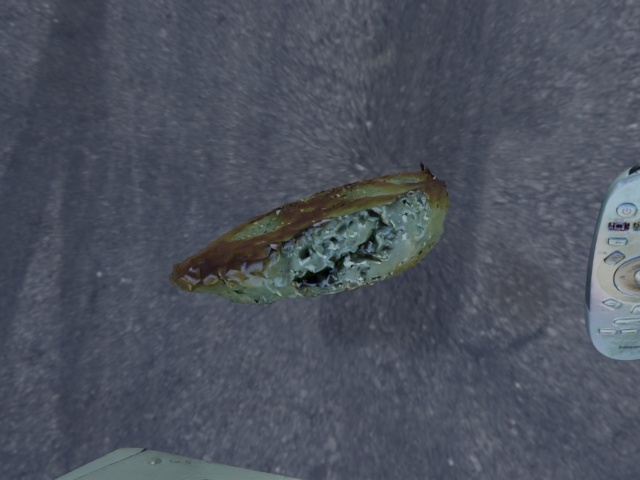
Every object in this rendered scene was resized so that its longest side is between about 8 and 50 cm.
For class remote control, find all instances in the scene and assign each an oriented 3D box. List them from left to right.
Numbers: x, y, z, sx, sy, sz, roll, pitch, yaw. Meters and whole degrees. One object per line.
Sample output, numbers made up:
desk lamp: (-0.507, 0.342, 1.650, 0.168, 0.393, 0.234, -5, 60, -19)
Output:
remote control: (0.268, 0.021, 0.858, 0.097, 0.256, 0.045, -5, 53, 4)

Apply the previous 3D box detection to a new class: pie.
pie: (0.000, 0.000, 1.204, 0.354, 0.288, 0.103, -21, 96, -17)

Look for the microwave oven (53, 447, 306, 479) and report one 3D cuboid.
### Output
microwave oven: (-0.149, 0.444, 1.076, 0.333, 0.247, 0.395, 0, 100, 38)
